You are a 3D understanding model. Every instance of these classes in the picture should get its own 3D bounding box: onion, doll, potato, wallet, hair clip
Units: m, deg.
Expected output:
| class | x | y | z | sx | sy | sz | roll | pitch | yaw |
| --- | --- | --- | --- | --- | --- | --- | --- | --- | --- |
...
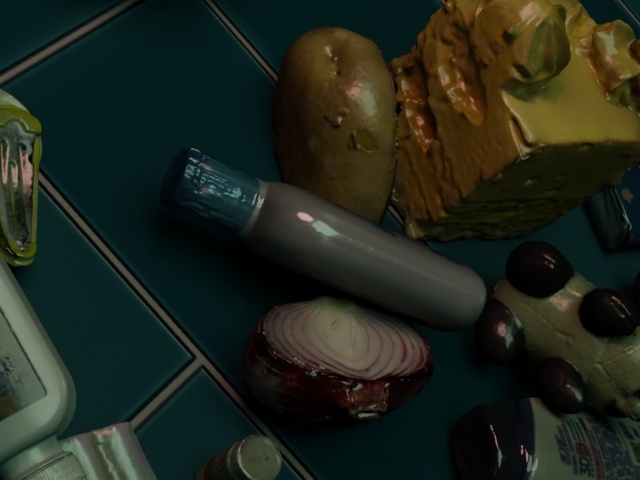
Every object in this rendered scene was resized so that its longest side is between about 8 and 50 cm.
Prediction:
| class | x | y | z | sx | sy | sz | roll | pitch | yaw |
| --- | --- | --- | --- | --- | --- | --- | --- | --- | --- |
| onion | 0.014 | 0.137 | 1.221 | 0.206 | 0.098 | 0.151 | 10 | 37 | -30 |
| doll | 0.281 | 0.103 | 1.383 | 0.234 | 0.143 | 0.135 | 37 | 15 | 29 |
| potato | 0.016 | -0.130 | 1.357 | 0.098 | 0.138 | 0.243 | -1 | 63 | -31 |
| wallet | 0.434 | -0.058 | 1.666 | 0.202 | 0.059 | 0.141 | -3 | 65 | -36 |
| hair clip | -0.284 | -0.056 | 1.167 | 0.060 | 0.033 | 0.188 | 11 | 56 | -33 |

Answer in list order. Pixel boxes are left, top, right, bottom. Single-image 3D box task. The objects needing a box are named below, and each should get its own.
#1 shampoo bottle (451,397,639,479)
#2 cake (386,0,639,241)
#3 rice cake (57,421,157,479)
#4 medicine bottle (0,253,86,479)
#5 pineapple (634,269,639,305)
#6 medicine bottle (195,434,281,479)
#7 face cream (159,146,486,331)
| class | x | y | z | sx | sy | sz | roll | pitch | yaw |
| --- | --- | --- | --- | --- | --- | --- | --- | --- | --- |
| shampoo bottle | 0.305 | 0.242 | 1.388 | 0.359 | 0.078 | 0.134 | 15 | 47 | -28 |
| cake | 0.223 | -0.154 | 1.414 | 0.227 | 0.286 | 0.222 | -5 | 68 | -37 |
| rice cake | -0.154 | 0.262 | 1.071 | 0.085 | 0.040 | 0.226 | -20 | 77 | -41 |
| medicine bottle | -0.272 | 0.118 | 1.026 | 0.121 | 0.083 | 0.229 | -30 | 84 | -7 |
| pineapple | 0.457 | 0.136 | 1.546 | 0.119 | 0.111 | 0.237 | -8 | 73 | -6 |
| medicine bottle | -0.075 | 0.207 | 1.130 | 0.047 | 0.083 | 0.047 | 17 | 56 | -27 |
| face cream | 0.000 | 0.000 | 1.264 | 0.337 | 0.163 | 0.080 | 24 | 88 | -22 |
